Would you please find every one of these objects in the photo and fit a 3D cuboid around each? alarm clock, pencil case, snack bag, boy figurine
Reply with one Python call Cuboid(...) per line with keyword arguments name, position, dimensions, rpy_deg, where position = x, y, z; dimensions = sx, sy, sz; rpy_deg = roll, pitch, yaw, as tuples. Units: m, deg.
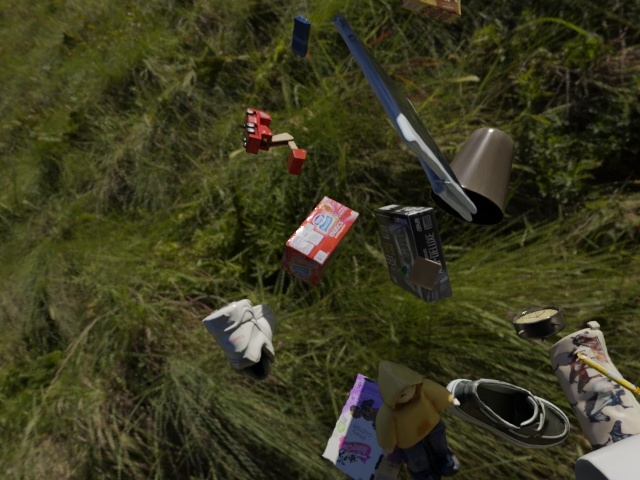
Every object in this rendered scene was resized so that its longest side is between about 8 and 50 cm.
Cuboid(name="alarm clock", position=(0.604, 0.224, 1.425), dimensions=(0.129, 0.064, 0.192), rpy_deg=(-20, 4, 24))
Cuboid(name="pencil case", position=(0.774, 0.432, 1.393), dimensions=(0.183, 0.160, 0.410), rpy_deg=(-41, 47, 32))
Cuboid(name="snack bag", position=(0.159, -0.212, 0.944), dimensions=(0.037, 0.323, 0.342), rpy_deg=(-33, -30, 19))
Cuboid(name="boy figurine", position=(0.183, 0.332, 0.969), dimensions=(0.177, 0.285, 0.092), rpy_deg=(-27, 28, -12))

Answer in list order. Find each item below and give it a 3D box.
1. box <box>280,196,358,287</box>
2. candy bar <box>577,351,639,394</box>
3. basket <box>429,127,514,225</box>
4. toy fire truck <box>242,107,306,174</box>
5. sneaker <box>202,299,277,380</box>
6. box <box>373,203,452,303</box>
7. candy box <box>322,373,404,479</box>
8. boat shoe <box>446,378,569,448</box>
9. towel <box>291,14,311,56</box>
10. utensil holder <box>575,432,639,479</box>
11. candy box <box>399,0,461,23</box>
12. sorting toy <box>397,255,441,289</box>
Cuboid(name="box", position=(0.000, 0.000, 1.586), dimensions=(0.257, 0.128, 0.122), rpy_deg=(-53, -13, -40))
Cuboid(name="candy bar", position=(0.711, 0.328, 1.278), dimensions=(0.018, 0.161, 0.040), rpy_deg=(-62, -21, 12))
Cuboid(name="basket", position=(0.437, -0.182, 1.413), dimensions=(0.227, 0.204, 0.154), rpy_deg=(-61, -11, -22))
Cuboid(name="toy fire truck", position=(-0.110, -0.234, 1.202), dimensions=(0.192, 0.135, 0.047), rpy_deg=(-101, 27, -47))
Cuboid(name="sneaker", position=(-0.111, 0.163, 0.805), dimensions=(0.090, 0.115, 0.232), rpy_deg=(-26, -12, 4))
Cuboid(name="box", position=(0.255, 0.025, 1.465), dimensions=(0.076, 0.242, 0.307), rpy_deg=(-16, 9, -9))
Cuboid(name="candy box", position=(0.111, 0.406, 1.090), dimensions=(0.165, 0.070, 0.196), rpy_deg=(8, 69, 57))
Cuboid(name="boat shoe", position=(0.444, 0.394, 1.160), dimensions=(0.119, 0.335, 0.121), rpy_deg=(142, 142, -61))
Cuboid(name="towel", position=(-0.065, -0.668, 1.692), dimensions=(0.029, 0.067, 0.119), rpy_deg=(-29, -31, -34))
Cuboid(name="utensil holder", position=(0.686, 0.449, 0.853), dimensions=(0.385, 0.327, 0.327), rpy_deg=(-21, 5, 2))
Cuboid(name="candy box", position=(0.313, -0.701, 1.469), dimensions=(0.053, 0.187, 0.109), rpy_deg=(-16, 72, 62))
Cuboid(name="sorting toy", position=(0.211, 0.065, 1.111), dimensions=(0.012, 0.083, 0.062), rpy_deg=(-50, -20, -78))
